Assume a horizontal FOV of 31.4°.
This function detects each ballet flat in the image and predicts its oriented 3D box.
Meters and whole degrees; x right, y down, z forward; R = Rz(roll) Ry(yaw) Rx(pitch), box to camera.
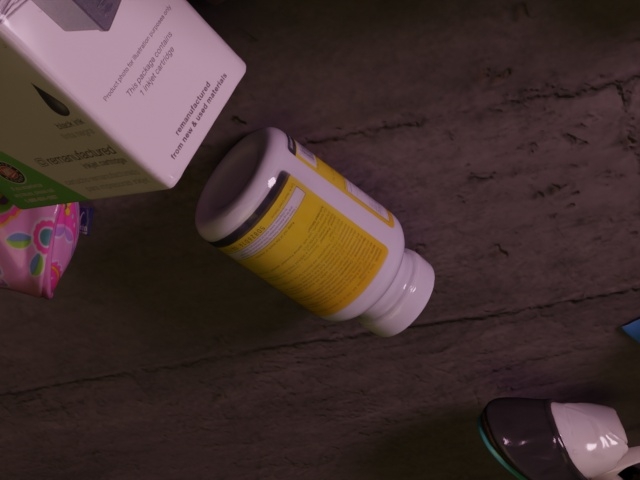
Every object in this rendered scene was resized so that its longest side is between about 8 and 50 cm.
[{"bbox_3d":[0.258,0.206,1.084,0.096,0.095,0.280,-34,133,21],"label":"ballet flat"}]

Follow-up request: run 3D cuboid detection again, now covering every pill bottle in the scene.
[{"bbox_3d":[0.000,0.000,0.898,0.184,0.103,0.103,36,128,-25],"label":"pill bottle"}]

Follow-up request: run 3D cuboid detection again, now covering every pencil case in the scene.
[{"bbox_3d":[-0.326,-0.039,0.897,0.284,0.124,0.124,13,134,-7],"label":"pencil case"}]

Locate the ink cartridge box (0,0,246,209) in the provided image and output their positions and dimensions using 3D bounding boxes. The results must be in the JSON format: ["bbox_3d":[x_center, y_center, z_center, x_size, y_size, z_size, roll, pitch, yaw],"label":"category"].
[{"bbox_3d":[-0.215,-0.150,0.727,0.198,0.114,0.273,-4,140,47],"label":"ink cartridge box"}]

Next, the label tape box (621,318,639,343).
[{"bbox_3d":[0.459,0.095,0.931,0.241,0.106,0.334,37,127,-25],"label":"label tape box"}]

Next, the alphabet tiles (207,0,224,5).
[{"bbox_3d":[-0.127,-0.228,0.681,0.237,0.009,0.198,30,166,-21],"label":"alphabet tiles"}]
